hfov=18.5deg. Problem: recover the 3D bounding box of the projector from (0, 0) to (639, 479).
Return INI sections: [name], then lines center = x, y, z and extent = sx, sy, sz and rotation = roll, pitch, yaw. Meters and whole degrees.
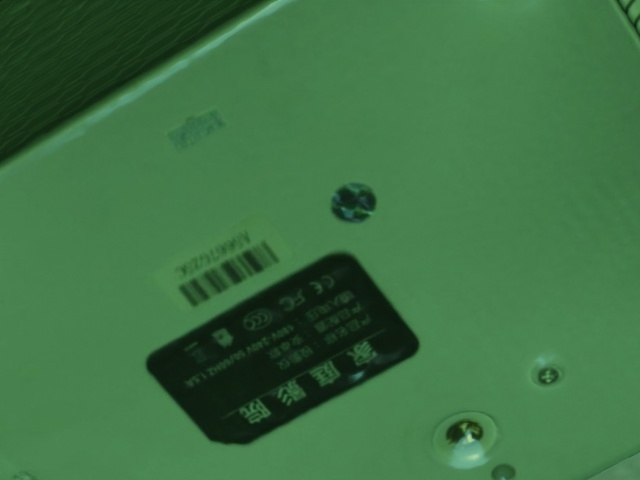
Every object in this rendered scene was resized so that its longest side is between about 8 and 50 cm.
[projector]
center = 0.000, 0.000, 0.583
extent = 0.250, 0.108, 0.198
rotation = -30, 123, 13
